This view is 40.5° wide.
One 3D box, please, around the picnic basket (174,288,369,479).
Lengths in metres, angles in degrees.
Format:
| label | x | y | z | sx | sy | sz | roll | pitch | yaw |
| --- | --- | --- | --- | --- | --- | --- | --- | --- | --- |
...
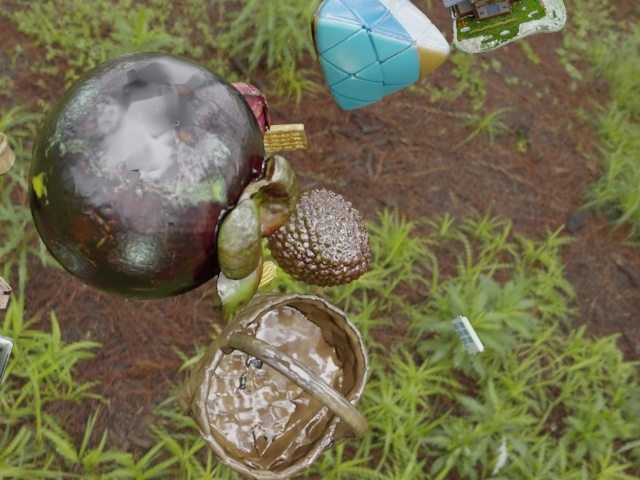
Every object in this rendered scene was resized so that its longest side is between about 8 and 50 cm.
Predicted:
| label | x | y | z | sx | sy | sz | roll | pitch | yaw |
| --- | --- | --- | --- | --- | --- | --- | --- | --- | --- |
| picnic basket | -0.048 | 0.249 | 1.468 | 0.293 | 0.337 | 0.337 | 42 | 50 | -17 |

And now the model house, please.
| label | x | y | z | sx | sy | sz | roll | pitch | yaw |
| --- | --- | --- | --- | --- | --- | --- | --- | --- | --- |
| model house | 0.159 | -0.278 | 0.825 | 0.117 | 0.088 | 0.167 | -12 | 74 | 18 |

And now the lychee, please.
| label | x | y | z | sx | sy | sz | roll | pitch | yaw |
| --- | --- | --- | --- | --- | --- | --- | --- | --- | --- |
| lychee | 0.000 | 0.000 | 2.001 | 0.236 | 0.236 | 0.271 | -15 | 35 | -28 |

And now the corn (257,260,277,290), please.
| label | x | y | z | sx | sy | sz | roll | pitch | yaw |
| --- | --- | --- | --- | --- | --- | --- | --- | --- | --- |
| corn | -0.110 | 0.065 | 1.367 | 0.092 | 0.037 | 0.037 | -28 | 70 | -19 |

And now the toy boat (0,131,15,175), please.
| label | x | y | z | sx | sy | sz | roll | pitch | yaw |
| --- | --- | --- | --- | --- | --- | --- | --- | --- | --- |
| toy boat | -0.721 | -0.179 | 1.856 | 0.188 | 0.061 | 0.116 | 13 | 45 | 43 |

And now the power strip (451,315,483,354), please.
| label | x | y | z | sx | sy | sz | roll | pitch | yaw |
| --- | --- | --- | --- | --- | --- | --- | --- | --- | --- |
| power strip | 0.312 | 0.202 | 1.843 | 0.016 | 0.040 | 0.090 | -31 | 92 | -33 |

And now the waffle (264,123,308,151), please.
| label | x | y | z | sx | sy | sz | roll | pitch | yaw |
| --- | --- | --- | --- | --- | --- | --- | --- | --- | --- |
| waffle | -0.097 | -0.215 | 1.830 | 0.135 | 0.092 | 0.021 | -3 | 69 | 6 |

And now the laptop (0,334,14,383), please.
| label | x | y | z | sx | sy | sz | roll | pitch | yaw |
| --- | --- | --- | --- | --- | --- | --- | --- | --- | --- |
| laptop | -0.685 | 0.252 | 1.591 | 0.188 | 0.269 | 0.015 | 20 | 31 | -15 |

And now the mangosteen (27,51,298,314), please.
| label | x | y | z | sx | sy | sz | roll | pitch | yaw |
| --- | --- | --- | --- | --- | --- | --- | --- | --- | --- |
| mangosteen | -0.168 | -0.060 | 0.938 | 0.288 | 0.288 | 0.288 | 10 | 55 | -14 |

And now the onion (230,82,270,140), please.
| label | x | y | z | sx | sy | sz | roll | pitch | yaw |
| --- | --- | --- | --- | --- | --- | --- | --- | --- | --- |
| onion | -0.168 | -0.212 | 1.503 | 0.150 | 0.150 | 0.140 | -21 | 41 | -31 |

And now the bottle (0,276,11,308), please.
| label | x | y | z | sx | sy | sz | roll | pitch | yaw |
| --- | --- | --- | --- | --- | --- | --- | --- | --- | --- |
| bottle | -0.756 | 0.058 | 1.666 | 0.297 | 0.206 | 0.173 | 23 | 96 | 12 |

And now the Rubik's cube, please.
| label | x | y | z | sx | sy | sz | roll | pitch | yaw |
| --- | --- | --- | --- | --- | --- | --- | --- | --- | --- |
| Rubik's cube | 0.109 | -0.324 | 1.565 | 0.254 | 0.254 | 0.254 | 10 | 55 | -14 |
